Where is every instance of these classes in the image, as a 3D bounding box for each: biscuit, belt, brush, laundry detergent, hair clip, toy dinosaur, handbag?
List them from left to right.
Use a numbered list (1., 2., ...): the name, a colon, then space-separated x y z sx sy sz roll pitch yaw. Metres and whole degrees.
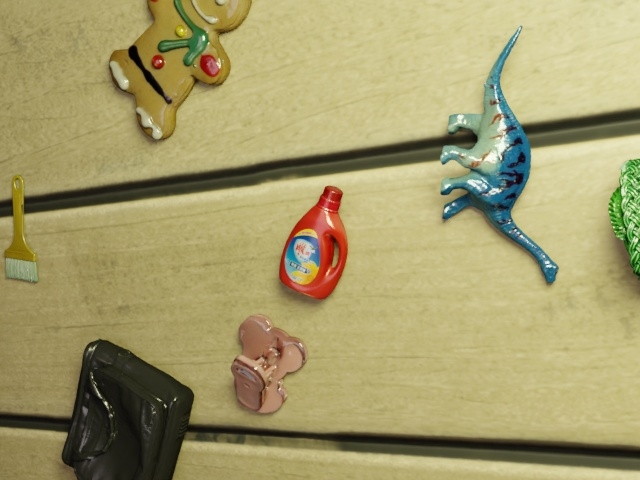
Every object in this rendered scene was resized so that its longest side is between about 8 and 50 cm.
1. brush: -0.576 -0.024 1.409 0.083 0.011 0.205 7 101 27
2. handbag: -0.356 0.340 1.319 0.244 0.088 0.275 25 110 26
3. biscuit: -0.223 -0.314 1.159 0.301 0.049 0.197 -40 82 26
4. hair clip: -0.089 0.205 1.185 0.123 0.102 0.138 25 142 23
5. laundry detergent: 0.000 0.000 1.093 0.097 0.049 0.165 25 108 14
6. toy dinosaur: 0.213 -0.096 0.954 0.144 0.076 0.329 -8 97 21
7. belt: 0.380 -0.027 0.852 0.079 0.121 0.151 -6 84 33
